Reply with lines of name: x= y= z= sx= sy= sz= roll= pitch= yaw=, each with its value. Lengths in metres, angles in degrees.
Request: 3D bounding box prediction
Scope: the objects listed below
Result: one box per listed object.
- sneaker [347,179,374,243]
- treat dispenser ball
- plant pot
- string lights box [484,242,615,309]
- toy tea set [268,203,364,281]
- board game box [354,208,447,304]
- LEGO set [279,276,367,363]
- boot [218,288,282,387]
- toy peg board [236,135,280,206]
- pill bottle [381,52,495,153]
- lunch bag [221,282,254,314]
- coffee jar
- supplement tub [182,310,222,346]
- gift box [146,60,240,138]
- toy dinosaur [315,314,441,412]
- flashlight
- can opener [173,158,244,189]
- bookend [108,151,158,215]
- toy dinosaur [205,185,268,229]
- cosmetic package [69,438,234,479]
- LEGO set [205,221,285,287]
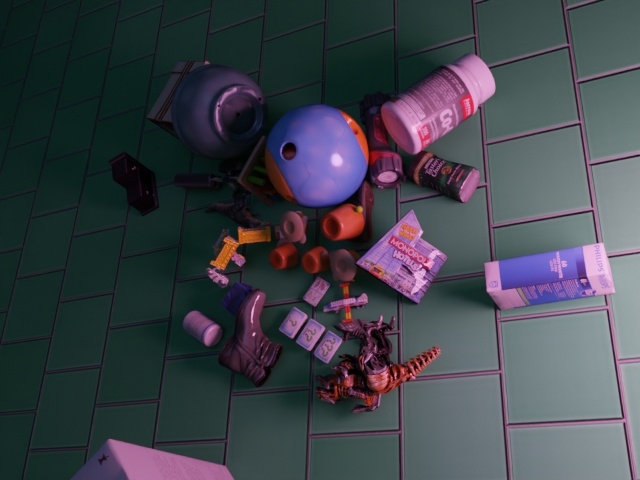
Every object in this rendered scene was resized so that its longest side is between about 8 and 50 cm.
sneaker: x=0.105 y=-0.082 z=1.950 sx=0.071 sy=0.066 sz=0.188 roll=-9 pitch=62 yaw=27
treat dispenser ball: x=-0.011 y=-0.230 z=1.928 sx=0.288 sy=0.288 sz=0.288 roll=-13 pitch=61 yaw=24
plant pot: x=-0.275 y=-0.377 z=2.089 sx=0.293 sy=0.293 sz=0.196 roll=-58 pitch=33 yaw=-6
string lights box: x=0.520 y=0.087 z=1.590 sx=0.260 sy=0.133 sz=0.077 roll=-12 pitch=61 yaw=24
toy tea set: x=0.000 y=0.000 z=1.928 sx=0.336 sy=0.124 sz=0.200 roll=3 pitch=104 yaw=40
board game box: x=0.219 y=0.031 z=1.773 sx=0.194 sy=0.060 sz=0.194 roll=32 pitch=85 yaw=0
LEGO set: x=0.014 y=0.180 z=1.880 sx=0.182 sy=0.060 sz=0.244 roll=31 pitch=82 yaw=33
boot: x=-0.166 y=0.270 z=1.934 sx=0.161 sy=0.083 sz=0.246 roll=20 pitch=83 yaw=28
toy peg board: x=-0.140 y=-0.199 z=2.081 sx=0.079 sy=0.160 sz=0.161 roll=21 pitch=78 yaw=42
pill bottle: x=0.319 y=-0.372 z=1.884 sx=0.283 sy=0.161 sz=0.161 roll=-35 pitch=53 yaw=-8
lunch bag: x=-0.228 y=0.167 z=2.015 sx=0.067 sy=0.065 sz=0.098 roll=37 pitch=94 yaw=22
coffee jar: x=0.323 y=-0.173 z=1.863 sx=0.184 sy=0.079 sz=0.096 roll=26 pitch=80 yaw=36
supplement tub: x=-0.342 y=0.257 z=2.033 sx=0.107 sy=0.071 sz=0.071 roll=28 pitch=82 yaw=35
gift box: x=-0.370 y=-0.434 z=2.286 sx=0.255 sy=0.276 sz=0.258 roll=22 pitch=82 yaw=49
toy dinosaur: x=0.134 y=0.305 z=1.724 sx=0.322 sy=0.164 sz=0.218 roll=-12 pitch=75 yaw=4
flashlight: x=0.180 y=-0.293 z=1.996 sx=0.103 sy=0.103 sz=0.304 roll=132 pitch=144 yaw=-50
can opener: x=-0.350 y=-0.207 z=2.262 sx=0.280 sy=0.074 sz=0.093 roll=-2 pitch=80 yaw=31
bookend: x=-0.631 y=-0.191 z=2.363 sx=0.072 sy=0.157 sz=0.156 roll=-26 pitch=56 yaw=17
toy dinosaur: x=-0.256 y=-0.109 z=2.173 sx=0.268 sy=0.064 sz=0.118 roll=21 pitch=85 yaw=38
cosmetic package: x=-0.342 y=0.629 z=1.612 sx=0.161 sy=0.453 sz=0.230 roll=-46 pitch=53 yaw=2
LEGO set: x=-0.228 y=0.003 z=2.073 sx=0.287 sy=0.132 sz=0.107 roll=-37 pitch=27 yaw=5
